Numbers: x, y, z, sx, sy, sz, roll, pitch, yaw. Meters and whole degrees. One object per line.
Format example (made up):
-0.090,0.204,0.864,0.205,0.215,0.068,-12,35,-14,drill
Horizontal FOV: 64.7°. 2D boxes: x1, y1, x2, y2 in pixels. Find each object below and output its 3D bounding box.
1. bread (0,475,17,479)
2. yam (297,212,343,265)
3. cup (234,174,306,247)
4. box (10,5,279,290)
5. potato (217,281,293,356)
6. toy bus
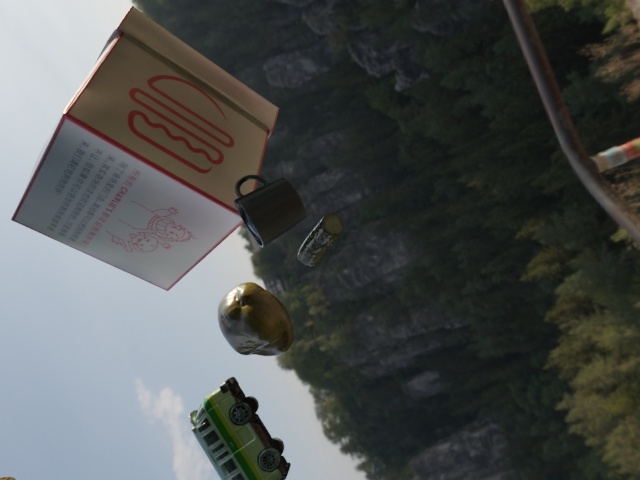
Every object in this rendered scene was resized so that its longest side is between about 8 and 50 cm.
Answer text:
-1.042,0.851,1.618,0.134,0.148,0.141,58,135,41,bread
0.000,0.000,0.838,0.043,0.094,0.043,26,-145,-19,yam
-0.075,-0.052,0.716,0.100,0.077,0.078,58,167,2,cup
-0.300,-0.143,0.900,0.312,0.314,0.299,31,-136,-25,box
-0.141,0.173,1.092,0.200,0.155,0.136,63,-158,-56,potato
-0.209,0.500,1.273,0.276,0.165,0.133,55,176,9,toy bus
